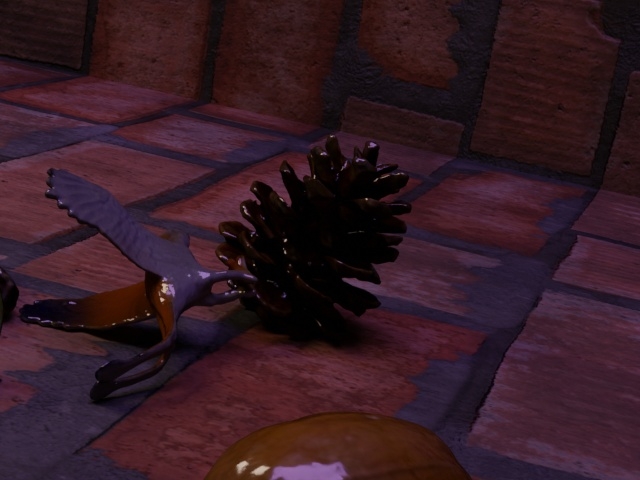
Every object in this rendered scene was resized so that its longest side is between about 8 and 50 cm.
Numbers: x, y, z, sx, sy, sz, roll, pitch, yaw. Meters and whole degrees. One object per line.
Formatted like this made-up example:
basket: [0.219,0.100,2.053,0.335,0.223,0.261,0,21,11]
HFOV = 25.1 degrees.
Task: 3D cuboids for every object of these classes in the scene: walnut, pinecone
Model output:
walnut: [0.034,0.237,1.166,0.209,0.209,0.336,21,17,37]
pinecone: [0.000,0.000,1.958,0.244,0.309,0.244,32,22,-14]

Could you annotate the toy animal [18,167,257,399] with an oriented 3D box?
toy animal: [-0.192,0.063,1.755,0.302,0.225,0.284,-5,37,-34]

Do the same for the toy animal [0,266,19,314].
toy animal: [-0.518,-0.049,1.769,0.303,0.194,0.344,41,-4,30]

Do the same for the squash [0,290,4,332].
squash: [-0.446,0.077,1.565,0.123,0.170,0.170,4,7,41]
